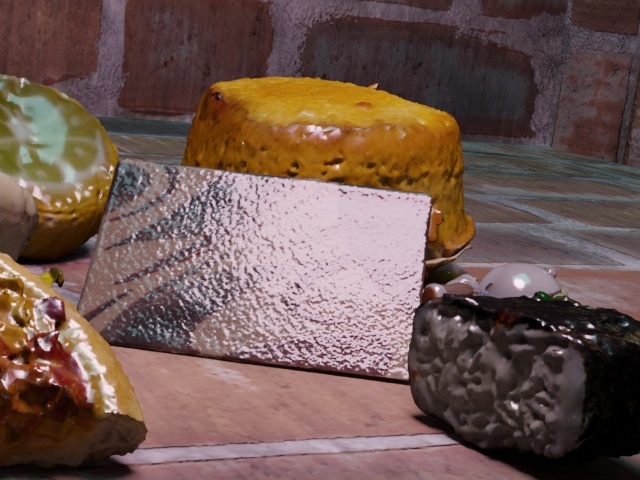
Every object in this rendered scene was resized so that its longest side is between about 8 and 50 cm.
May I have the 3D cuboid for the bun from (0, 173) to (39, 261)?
[{"bbox_3d":[-0.407,-0.016,1.422,0.231,0.133,0.231,12,-15,3],"label":"bun"}]

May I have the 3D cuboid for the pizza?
[{"bbox_3d":[-0.270,0.079,0.946,0.289,0.081,0.229,37,44,13],"label":"pizza"}]

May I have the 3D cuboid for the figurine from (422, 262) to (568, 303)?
[{"bbox_3d":[0.184,0.075,1.438,0.197,0.093,0.147,-10,-4,-35],"label":"figurine"}]

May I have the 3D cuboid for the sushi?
[{"bbox_3d":[0.179,0.111,1.119,0.127,0.124,0.225,0,6,-36],"label":"sushi"}]

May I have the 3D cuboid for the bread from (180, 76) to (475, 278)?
[{"bbox_3d":[0.001,-0.074,1.557,0.337,0.204,0.358,-8,22,-24],"label":"bread"}]

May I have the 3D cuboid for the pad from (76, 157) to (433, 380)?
[{"bbox_3d":[-0.062,0.022,1.338,0.330,0.220,0.004,6,-33,3],"label":"pad"}]

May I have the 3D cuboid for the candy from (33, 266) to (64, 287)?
[{"bbox_3d":[-0.285,0.075,1.130,0.187,0.081,0.297,0,14,-17],"label":"candy"}]

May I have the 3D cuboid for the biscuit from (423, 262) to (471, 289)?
[{"bbox_3d":[0.001,-0.001,1.806,0.283,0.064,0.432,3,11,-18],"label":"biscuit"}]

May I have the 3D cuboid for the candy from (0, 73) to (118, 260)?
[{"bbox_3d":[-0.370,-0.090,1.648,0.260,0.118,0.260,20,38,-16],"label":"candy"}]
